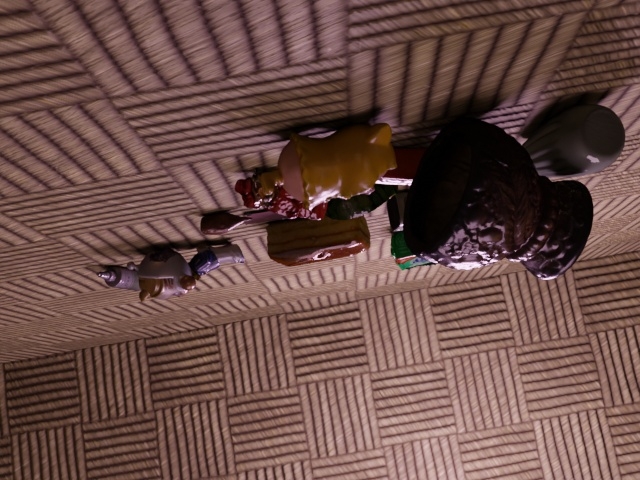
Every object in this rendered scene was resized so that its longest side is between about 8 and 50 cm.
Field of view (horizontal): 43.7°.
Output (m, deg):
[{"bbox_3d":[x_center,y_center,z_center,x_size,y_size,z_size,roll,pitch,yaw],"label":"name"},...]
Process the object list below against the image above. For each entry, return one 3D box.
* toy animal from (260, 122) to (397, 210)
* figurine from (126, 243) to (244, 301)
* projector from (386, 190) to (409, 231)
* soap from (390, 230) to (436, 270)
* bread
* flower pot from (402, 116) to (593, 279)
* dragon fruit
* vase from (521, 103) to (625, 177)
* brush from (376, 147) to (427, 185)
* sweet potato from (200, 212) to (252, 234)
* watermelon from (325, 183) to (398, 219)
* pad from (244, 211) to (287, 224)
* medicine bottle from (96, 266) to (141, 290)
[{"bbox_3d":[0.011,-0.127,1.348,0.230,0.156,0.156,-19,170,-9],"label":"toy animal"},{"bbox_3d":[-0.331,0.068,2.009,0.274,0.133,0.194,-16,-169,1],"label":"figurine"},{"bbox_3d":[0.209,-0.071,1.876,0.082,0.083,0.083,-7,167,-14],"label":"projector"},{"bbox_3d":[0.341,-0.001,2.292,0.273,0.098,0.218,-15,161,13],"label":"soap"},{"bbox_3d":[0.000,0.000,1.974,0.234,0.110,0.184,-12,169,11],"label":"bread"},{"bbox_3d":[0.323,-0.057,1.433,0.267,0.266,0.266,18,159,-18],"label":"flower pot"},{"bbox_3d":[-0.076,-0.112,1.550,0.192,0.122,0.092,1,125,-31],"label":"dragon fruit"},{"bbox_3d":[0.459,-0.176,1.511,0.128,0.128,0.248,-6,176,-18],"label":"vase"},{"bbox_3d":[0.132,-0.142,1.527,0.323,0.070,0.051,0,163,-30],"label":"brush"},{"bbox_3d":[-0.208,-0.039,1.768,0.117,0.049,0.049,-9,168,-5],"label":"sweet potato"},{"bbox_3d":[0.071,-0.103,1.740,0.182,0.075,0.092,-12,-148,17],"label":"watermelon"},{"bbox_3d":[-0.084,-0.064,1.860,0.188,0.006,0.113,-9,170,-5],"label":"pad"},{"bbox_3d":[-0.535,0.100,2.134,0.058,0.057,0.199,-14,167,18],"label":"medicine bottle"}]
